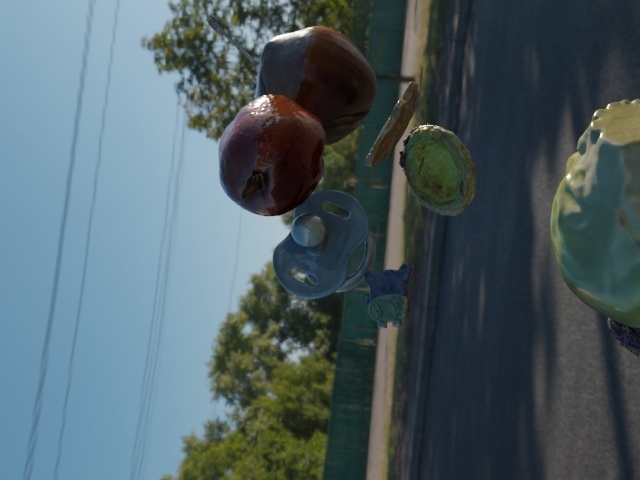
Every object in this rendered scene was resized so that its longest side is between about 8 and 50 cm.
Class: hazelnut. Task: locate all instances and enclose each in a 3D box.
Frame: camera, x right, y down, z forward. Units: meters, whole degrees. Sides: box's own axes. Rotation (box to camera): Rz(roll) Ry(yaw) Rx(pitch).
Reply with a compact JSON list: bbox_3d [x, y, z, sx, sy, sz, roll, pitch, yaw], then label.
[{"bbox_3d":[-0.015,-0.445,1.946,0.372,0.372,0.315,92,-178,-52],"label":"hazelnut"}]

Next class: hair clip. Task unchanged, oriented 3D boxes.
[{"bbox_3d":[0.158,0.138,1.609,0.187,0.056,0.146,157,116,-62],"label":"hair clip"}]

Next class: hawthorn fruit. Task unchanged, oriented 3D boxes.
[{"bbox_3d":[-0.128,-0.181,1.588,0.330,0.287,0.287,-66,-17,-55],"label":"hawthorn fruit"}]

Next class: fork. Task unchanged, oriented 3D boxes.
[{"bbox_3d":[-0.159,-0.359,1.203,0.016,0.115,0.012,-39,22,22],"label":"fork"}]

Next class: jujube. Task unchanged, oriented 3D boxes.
[{"bbox_3d":[0.825,0.223,1.632,0.230,0.155,0.155,30,125,45],"label":"jujube"}]

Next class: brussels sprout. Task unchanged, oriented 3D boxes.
[{"bbox_3d":[0.436,-0.023,0.883,0.316,0.242,0.274,37,-123,-51],"label":"brussels sprout"}]

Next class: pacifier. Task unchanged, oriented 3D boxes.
[{"bbox_3d":[0.000,0.000,1.689,0.300,0.244,0.233,-65,-23,-8],"label":"pacifier"}]

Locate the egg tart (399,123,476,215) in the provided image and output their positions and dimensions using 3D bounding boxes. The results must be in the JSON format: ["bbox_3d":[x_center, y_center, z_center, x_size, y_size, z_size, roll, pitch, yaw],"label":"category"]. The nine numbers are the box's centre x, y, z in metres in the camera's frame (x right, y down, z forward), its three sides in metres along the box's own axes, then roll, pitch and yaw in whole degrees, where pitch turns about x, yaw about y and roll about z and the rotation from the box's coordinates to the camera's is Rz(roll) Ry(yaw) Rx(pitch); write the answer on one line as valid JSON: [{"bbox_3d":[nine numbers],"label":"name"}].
[{"bbox_3d":[0.340,-0.201,1.881,0.279,0.095,0.279,35,136,42],"label":"egg tart"}]

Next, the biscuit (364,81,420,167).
[{"bbox_3d":[0.145,-0.219,1.305,0.250,0.035,0.162,-54,-16,-37],"label":"biscuit"}]
